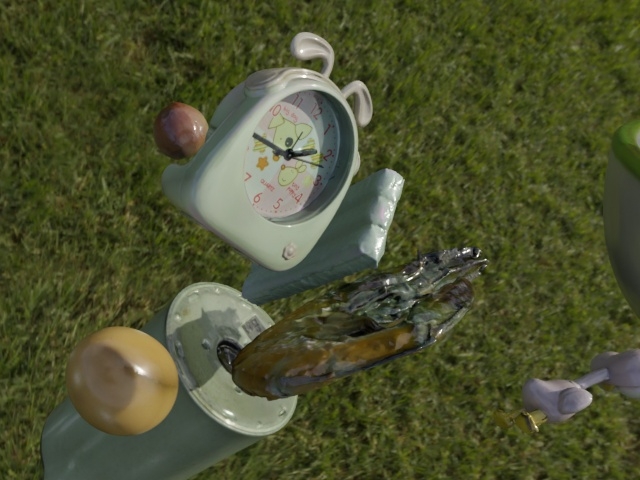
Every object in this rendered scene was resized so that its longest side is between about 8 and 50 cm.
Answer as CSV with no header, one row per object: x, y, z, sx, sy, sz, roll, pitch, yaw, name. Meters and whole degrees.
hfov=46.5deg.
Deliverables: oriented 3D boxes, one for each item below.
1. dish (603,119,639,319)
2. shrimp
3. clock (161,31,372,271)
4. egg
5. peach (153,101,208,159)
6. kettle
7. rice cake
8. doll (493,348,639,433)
0.273,0.054,0.336,0.324,0.124,0.324,11,23,-5,dish
0.092,0.087,0.944,0.445,0.272,0.085,-23,99,-38,shrimp
-0.033,-0.078,0.650,0.191,0.062,0.151,-56,135,-6,clock
-0.152,0.106,0.567,0.080,0.096,0.080,-3,65,8,egg
-0.204,-0.160,1.083,0.083,0.083,0.083,8,67,-19,peach
-0.233,0.249,1.229,0.250,0.377,0.361,51,28,-3,kettle
0.000,0.000,0.877,0.043,0.237,0.127,35,56,-29,rice cake
0.505,0.274,1.403,0.365,0.160,0.094,-11,86,-20,doll
